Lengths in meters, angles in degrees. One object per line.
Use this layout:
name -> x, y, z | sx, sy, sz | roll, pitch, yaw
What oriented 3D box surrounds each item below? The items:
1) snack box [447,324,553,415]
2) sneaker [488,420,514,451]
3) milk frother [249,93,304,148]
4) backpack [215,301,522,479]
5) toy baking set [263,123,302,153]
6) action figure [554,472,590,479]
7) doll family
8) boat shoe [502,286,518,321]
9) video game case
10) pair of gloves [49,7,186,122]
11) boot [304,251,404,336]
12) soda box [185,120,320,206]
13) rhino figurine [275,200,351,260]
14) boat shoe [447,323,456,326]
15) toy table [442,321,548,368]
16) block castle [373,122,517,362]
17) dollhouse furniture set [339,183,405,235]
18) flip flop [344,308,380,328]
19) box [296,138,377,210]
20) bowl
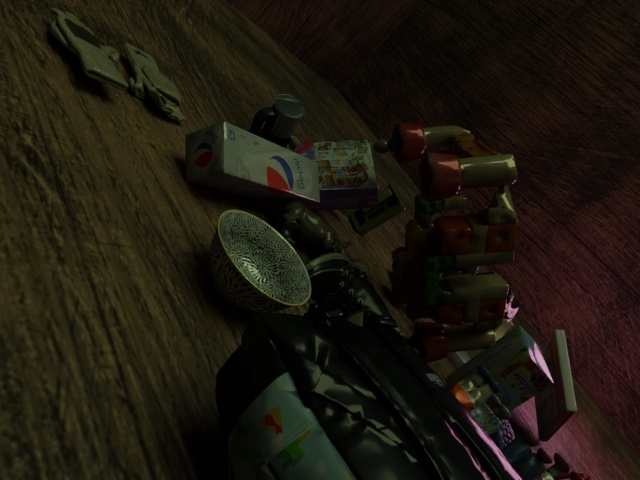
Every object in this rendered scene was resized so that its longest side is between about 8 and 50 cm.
snack box -> 0.363, 0.289, 0.929 | 0.070, 0.207, 0.174 | 49, 21, 4
sneaker -> 0.278, 0.412, 0.736 | 0.081, 0.090, 0.232 | 39, 43, -27
milk frother -> -0.097, -0.271, 1.143 | 0.143, 0.135, 0.129 | 47, 51, 8
backpack -> 0.075, 0.259, 0.397 | 0.355, 0.274, 0.290 | 35, 7, 36
toy baking set -> -0.079, -0.259, 1.320 | 0.256, 0.030, 0.196 | 48, 23, 3
action figure -> 0.476, 0.495, 0.820 | 0.280, 0.138, 0.092 | -133, -149, -78
doll family -> 0.251, 0.339, 0.684 | 0.263, 0.163, 0.118 | 52, -14, 41
boat shoe -> 0.453, 0.150, 1.108 | 0.233, 0.079, 0.084 | 13, 35, -49
video game case -> 0.608, 0.389, 1.172 | 0.285, 0.025, 0.204 | 74, 22, -51
pair of gloves -> -0.370, -0.319, 0.824 | 0.204, 0.042, 0.240 | 51, 18, 19
boot -> 0.060, 0.119, 0.815 | 0.236, 0.085, 0.179 | 13, 41, -58
soda box -> -0.116, -0.132, 0.854 | 0.286, 0.098, 0.091 | 11, 75, -57
rhino figurine -> 0.000, 0.000, 0.933 | 0.243, 0.073, 0.106 | 35, 26, -34
boat shoe -> 0.334, 0.145, 1.268 | 0.302, 0.113, 0.103 | 34, 24, -22
toy table -> 0.457, 0.293, 1.183 | 0.274, 0.161, 0.252 | 40, 21, -16
block castle -> 0.231, 0.004, 0.935 | 0.303, 0.212, 0.454 | -99, -176, -62
dollhouse furniture set -> 0.102, -0.195, 1.334 | 0.197, 0.151, 0.302 | 45, 18, -37
flip flop -> 0.110, 0.236, 0.694 | 0.277, 0.112, 0.080 | 55, -4, 26
box -> 0.033, -0.172, 1.122 | 0.293, 0.200, 0.057 | -87, 174, -56
bowl -> -0.100, 0.045, 0.634 | 0.170, 0.080, 0.170 | 39, 21, -19
